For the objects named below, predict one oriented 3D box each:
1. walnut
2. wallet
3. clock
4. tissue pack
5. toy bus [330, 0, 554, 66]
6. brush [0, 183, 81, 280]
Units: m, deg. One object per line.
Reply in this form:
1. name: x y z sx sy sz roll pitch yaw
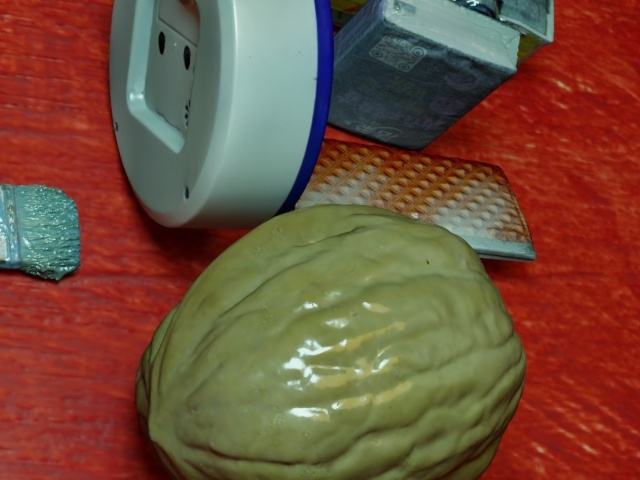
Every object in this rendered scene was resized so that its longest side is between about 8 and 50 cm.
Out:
1. walnut: 0.005 0.089 1.272 0.261 0.225 0.225 -14 73 -30
2. wallet: 0.064 -0.032 1.474 0.197 0.020 0.103 6 44 -23
3. clock: -0.073 -0.122 1.331 0.083 0.230 0.230 1 66 -28
4. tissue pack: 0.062 -0.127 1.452 0.112 0.156 0.051 19 62 -19
5. toy bus: 0.053 -0.208 1.519 0.268 0.106 0.092 15 59 -23
6. brush: -0.256 -0.011 1.311 0.196 0.021 0.070 4 65 -24
